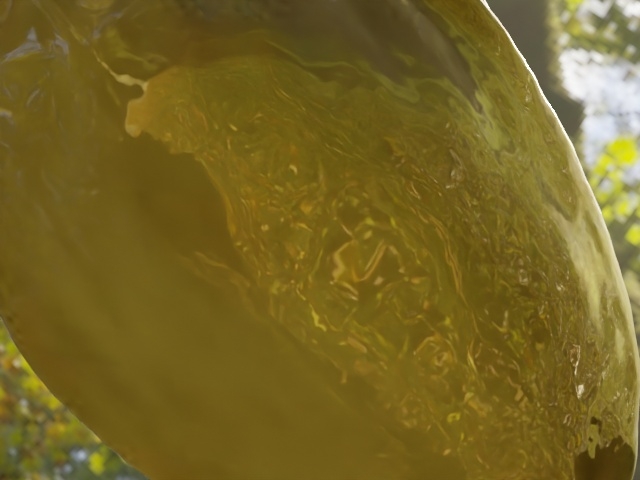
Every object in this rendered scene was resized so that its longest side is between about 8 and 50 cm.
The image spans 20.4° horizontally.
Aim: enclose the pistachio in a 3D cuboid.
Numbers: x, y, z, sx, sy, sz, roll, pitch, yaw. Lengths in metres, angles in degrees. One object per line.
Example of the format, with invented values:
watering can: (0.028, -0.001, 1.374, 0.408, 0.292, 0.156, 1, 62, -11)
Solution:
pistachio: (0.000, 0.000, 0.471, 0.152, 0.126, 0.223, -45, -68, 5)
